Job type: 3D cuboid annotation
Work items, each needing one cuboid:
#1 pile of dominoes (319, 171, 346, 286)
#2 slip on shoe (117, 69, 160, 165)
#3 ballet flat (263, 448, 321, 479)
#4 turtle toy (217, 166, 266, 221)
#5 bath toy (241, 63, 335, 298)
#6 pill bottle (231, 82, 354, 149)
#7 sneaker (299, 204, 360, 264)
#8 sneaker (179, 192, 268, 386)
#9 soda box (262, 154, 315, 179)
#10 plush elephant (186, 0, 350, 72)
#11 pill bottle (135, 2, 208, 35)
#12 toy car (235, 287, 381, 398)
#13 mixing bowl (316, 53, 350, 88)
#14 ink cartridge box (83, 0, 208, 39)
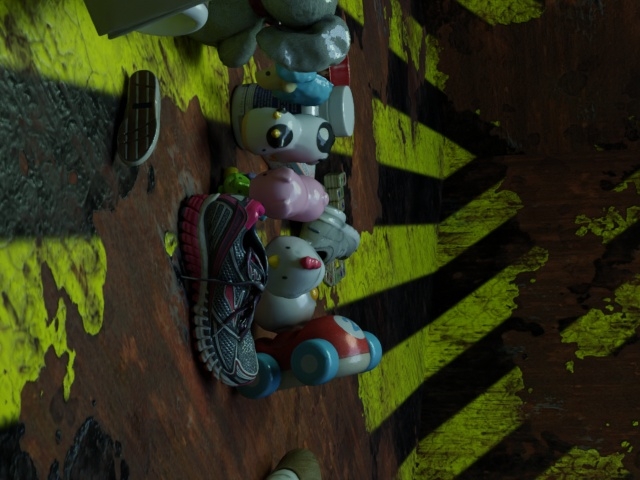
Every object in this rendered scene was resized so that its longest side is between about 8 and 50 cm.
[{"bbox_3d":[0.038,-0.023,2.447,0.196,0.040,0.251,-41,128,-73],"label":"pile of dominoes"},{"bbox_3d":[-0.225,-0.148,1.382,0.041,0.051,0.135,87,1,-63],"label":"slip on shoe"},{"bbox_3d":[-0.076,0.484,1.821,0.124,0.116,0.342,46,45,-42],"label":"ballet flat"},{"bbox_3d":[-0.120,-0.071,1.742,0.130,0.066,0.095,27,61,-61],"label":"turtle toy"},{"bbox_3d":[-0.045,-0.087,1.672,0.129,0.151,0.348,162,-71,-71],"label":"bath toy"},{"bbox_3d":[-0.044,-0.209,1.827,0.112,0.187,0.112,-2,90,-76],"label":"pill bottle"},{"bbox_3d":[0.000,0.000,2.237,0.115,0.105,0.281,-60,162,-7],"label":"sneaker"},{"bbox_3d":[-0.127,0.078,1.608,0.121,0.112,0.299,-62,148,-63],"label":"sneaker"},{"bbox_3d":[-0.058,-0.153,2.033,0.183,0.058,0.063,56,35,-66],"label":"soda box"},{"bbox_3d":[-0.073,-0.368,1.556,0.330,0.256,0.271,-55,147,-64],"label":"plush elephant"},{"bbox_3d":[-0.196,-0.372,1.376,0.117,0.117,0.214,37,52,-72],"label":"pill bottle"},{"bbox_3d":[-0.037,0.124,1.833,0.219,0.210,0.237,-1,76,-65],"label":"toy car"},{"bbox_3d":[-0.007,-0.333,2.179,0.181,0.098,0.181,-3,90,-76],"label":"mixing bowl"},{"bbox_3d":[-0.179,-0.437,1.138,0.384,0.160,0.279,69,25,-17],"label":"ink cartridge box"}]
